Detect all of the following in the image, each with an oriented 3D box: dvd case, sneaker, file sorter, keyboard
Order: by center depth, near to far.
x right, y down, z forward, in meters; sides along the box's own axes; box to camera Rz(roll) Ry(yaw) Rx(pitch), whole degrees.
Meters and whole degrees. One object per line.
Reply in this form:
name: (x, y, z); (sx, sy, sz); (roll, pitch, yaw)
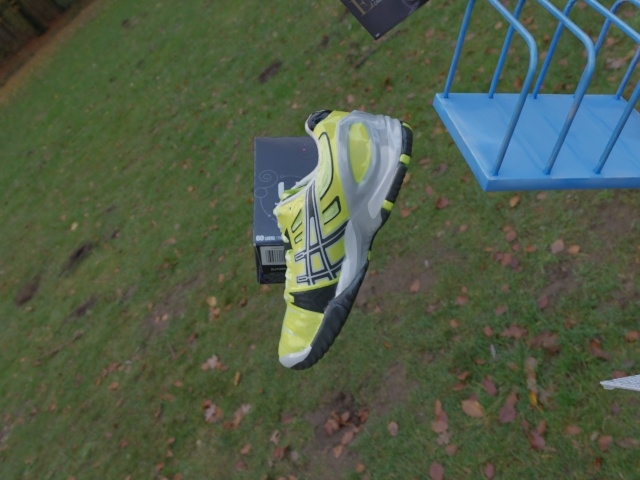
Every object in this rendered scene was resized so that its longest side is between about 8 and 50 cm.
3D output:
file sorter: (0.190, -0.113, 0.435); (0.171, 0.104, 0.118); (-2, 42, -11)
sneaker: (0.000, 0.000, 0.843); (0.145, 0.147, 0.384); (-80, 9, -77)
keyboard: (0.534, 0.203, 0.899); (0.072, 0.256, 0.014); (-21, 73, 61)
dvd case: (0.083, -0.435, 0.924); (0.165, 0.221, 0.018); (-30, 39, 30)

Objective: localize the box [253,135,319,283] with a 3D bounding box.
box: (-0.049, -0.065, 1.188); (0.166, 0.143, 0.270); (-2, 55, -4)
